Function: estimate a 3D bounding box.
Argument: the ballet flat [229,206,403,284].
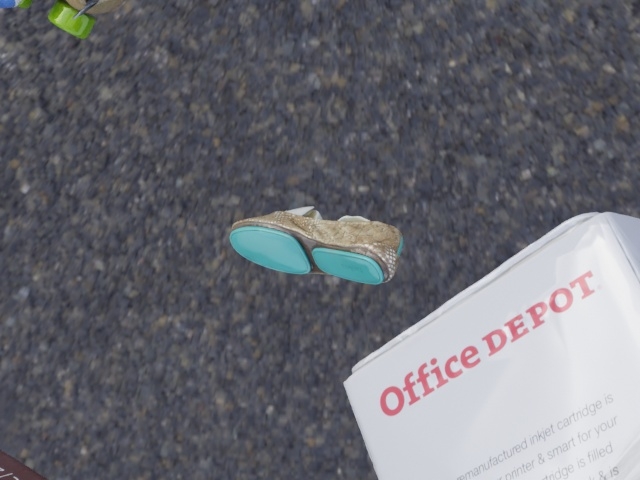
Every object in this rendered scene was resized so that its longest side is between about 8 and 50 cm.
[{"bbox_3d":[0.000,0.000,1.217,0.206,0.067,0.073,13,139,33],"label":"ballet flat"}]

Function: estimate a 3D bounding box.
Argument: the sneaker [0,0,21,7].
[{"bbox_3d":[-0.307,-0.187,0.887,0.152,0.085,0.058,21,157,10],"label":"sneaker"}]

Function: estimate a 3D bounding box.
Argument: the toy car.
[{"bbox_3d":[-0.262,-0.301,1.271,0.149,0.188,0.155,26,100,-29],"label":"toy car"}]

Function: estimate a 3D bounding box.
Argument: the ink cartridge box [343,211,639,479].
[{"bbox_3d":[0.224,0.217,0.897,0.285,0.395,0.166,-37,152,32],"label":"ink cartridge box"}]

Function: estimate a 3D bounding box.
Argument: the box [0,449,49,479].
[{"bbox_3d":[-0.295,0.279,0.874,0.168,0.203,0.167,19,125,36],"label":"box"}]
